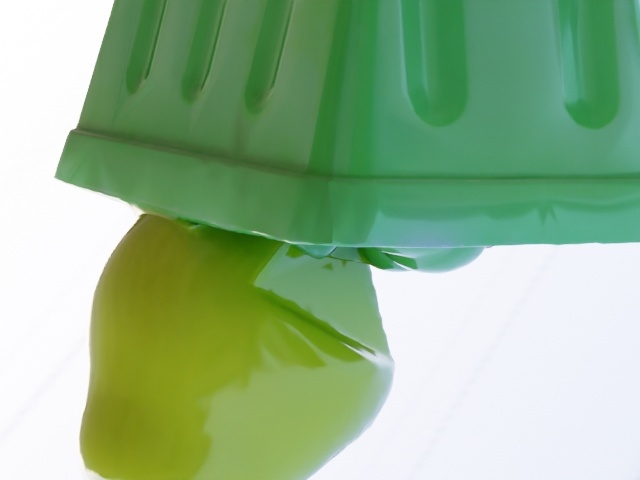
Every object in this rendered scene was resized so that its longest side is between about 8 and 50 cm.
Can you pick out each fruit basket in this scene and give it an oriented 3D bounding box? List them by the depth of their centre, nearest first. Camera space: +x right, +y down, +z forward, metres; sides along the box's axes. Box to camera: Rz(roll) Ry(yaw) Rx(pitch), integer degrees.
[{"bbox_3d":[0.000,0.000,1.136,0.283,0.392,0.392,-1,-175,-28],"label":"fruit basket"}]
